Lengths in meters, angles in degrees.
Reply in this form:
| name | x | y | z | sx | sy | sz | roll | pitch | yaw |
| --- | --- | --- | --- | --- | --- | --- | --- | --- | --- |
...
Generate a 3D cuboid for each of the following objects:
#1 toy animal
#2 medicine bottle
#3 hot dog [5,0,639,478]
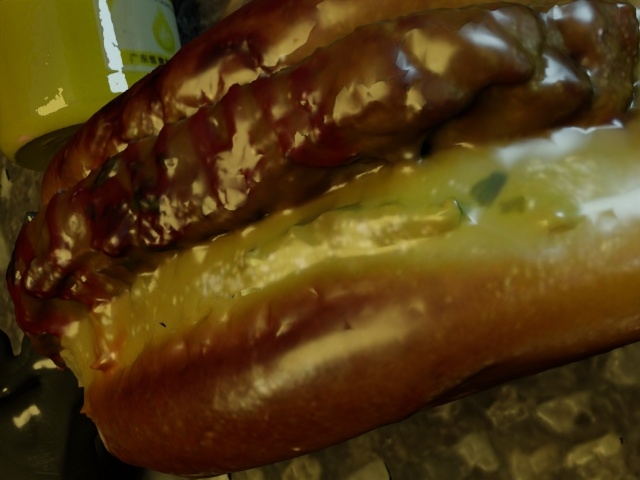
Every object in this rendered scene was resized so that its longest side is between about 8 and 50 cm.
| name | x | y | z | sx | sy | sz | roll | pitch | yaw |
| --- | --- | --- | --- | --- | --- | --- | --- | --- | --- |
| toy animal | -0.174 | 0.106 | 0.732 | 0.146 | 0.114 | 0.245 | -139 | 42 | -58 |
| medicine bottle | -0.156 | -0.159 | 0.715 | 0.121 | 0.121 | 0.213 | -20 | 78 | 38 |
| hot dog | 0.000 | -0.002 | 0.525 | 0.405 | 0.223 | 0.185 | -26 | 77 | 37 |
